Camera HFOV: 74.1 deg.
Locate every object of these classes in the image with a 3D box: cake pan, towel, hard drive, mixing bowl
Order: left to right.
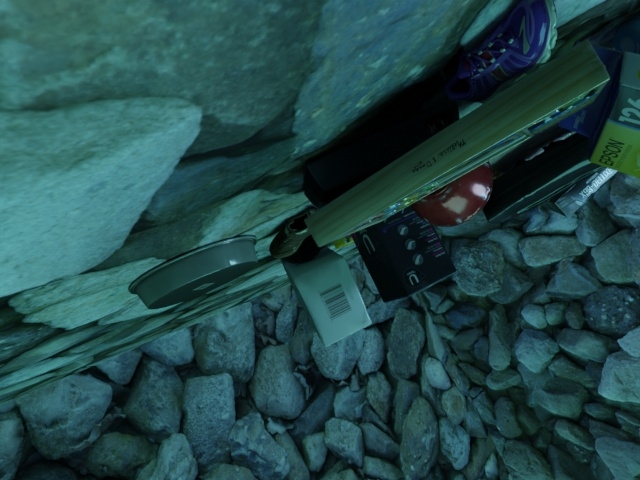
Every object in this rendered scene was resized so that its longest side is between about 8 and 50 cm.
[{"bbox_3d":[-0.267,0.077,0.942,0.293,0.054,0.293,-25,173,-3],"label":"cake pan"},{"bbox_3d":[0.098,-0.131,0.704,0.255,0.054,0.172,-25,173,-8],"label":"hard drive"},{"bbox_3d":[0.238,-0.122,0.845,0.181,0.181,0.098,-30,159,30],"label":"mixing bowl"},{"bbox_3d":[0.531,-0.263,1.011,0.332,0.053,0.317,-3,155,-48],"label":"towel"}]

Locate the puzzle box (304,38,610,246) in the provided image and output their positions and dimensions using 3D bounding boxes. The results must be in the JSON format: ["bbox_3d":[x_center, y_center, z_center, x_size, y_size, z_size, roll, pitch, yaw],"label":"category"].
[{"bbox_3d":[0.198,-0.122,0.647,0.409,0.052,0.272,-30,176,31],"label":"puzzle box"}]

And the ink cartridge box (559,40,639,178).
[{"bbox_3d":[0.567,-0.192,0.724,0.072,0.307,0.304,-64,152,0],"label":"ink cartridge box"}]

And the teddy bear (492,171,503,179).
[{"bbox_3d":[0.702,-0.254,1.460,0.338,0.113,0.245,-36,-153,14],"label":"teddy bear"}]

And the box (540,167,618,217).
[{"bbox_3d":[0.806,-0.222,1.406,0.242,0.076,0.307,-46,-165,12],"label":"box"}]

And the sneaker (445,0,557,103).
[{"bbox_3d":[0.200,-0.208,0.487,0.071,0.068,0.170,-11,166,-13],"label":"sneaker"}]

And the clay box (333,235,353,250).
[{"bbox_3d":[0.137,-0.031,1.542,0.222,0.053,0.127,-30,172,39],"label":"clay box"}]

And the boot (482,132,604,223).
[{"bbox_3d":[0.649,-0.178,1.066,0.445,0.146,0.367,-38,148,30],"label":"boot"}]

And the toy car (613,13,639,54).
[{"bbox_3d":[0.630,-0.274,0.684,0.219,0.237,0.210,-27,159,5],"label":"toy car"}]

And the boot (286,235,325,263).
[{"bbox_3d":[0.000,0.000,1.247,0.198,0.076,0.137,-28,178,25],"label":"boot"}]

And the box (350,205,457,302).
[{"bbox_3d":[0.180,-0.002,1.038,0.143,0.270,0.165,-24,172,-16],"label":"box"}]

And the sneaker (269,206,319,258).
[{"bbox_3d":[-0.065,-0.022,0.959,0.188,0.066,0.071,-36,152,29],"label":"sneaker"}]

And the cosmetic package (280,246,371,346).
[{"bbox_3d":[0.000,0.142,1.300,0.156,0.217,0.385,-25,-171,-9],"label":"cosmetic package"}]
